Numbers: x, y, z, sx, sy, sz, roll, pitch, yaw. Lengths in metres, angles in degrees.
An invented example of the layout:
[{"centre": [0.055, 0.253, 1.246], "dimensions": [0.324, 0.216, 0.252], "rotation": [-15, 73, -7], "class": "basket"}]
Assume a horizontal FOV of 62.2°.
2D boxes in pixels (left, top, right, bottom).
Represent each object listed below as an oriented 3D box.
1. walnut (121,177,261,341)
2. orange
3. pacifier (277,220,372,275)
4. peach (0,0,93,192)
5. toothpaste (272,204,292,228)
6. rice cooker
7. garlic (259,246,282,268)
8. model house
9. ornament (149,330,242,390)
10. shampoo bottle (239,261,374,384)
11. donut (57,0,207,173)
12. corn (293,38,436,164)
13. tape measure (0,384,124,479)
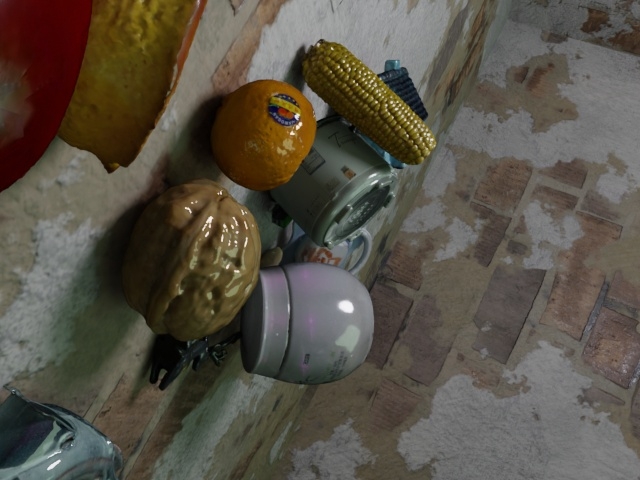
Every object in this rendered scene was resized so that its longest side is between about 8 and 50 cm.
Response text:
[{"centre": [-0.187, 0.033, 0.780], "dimensions": [0.244, 0.198, 0.198], "rotation": [-61, 164, 10], "class": "walnut"}, {"centre": [-0.090, -0.167, 0.838], "dimensions": [0.177, 0.155, 0.177], "rotation": [-52, -153, 40], "class": "orange"}, {"centre": [0.000, 0.000, 1.369], "dimensions": [0.278, 0.228, 0.207], "rotation": [-60, -149, 27], "class": "pacifier"}, {"centre": [-0.277, -0.179, 0.286], "dimensions": [0.281, 0.281, 0.338], "rotation": [-10, 88, -70], "class": "peach"}, {"centre": [-0.052, -0.103, 1.260], "dimensions": [0.178, 0.037, 0.043], "rotation": [-52, 162, -36], "class": "toothpaste"}, {"centre": [0.017, -0.127, 1.115], "dimensions": [0.280, 0.227, 0.241], "rotation": [-48, 162, 16], "class": "rice cooker"}, {"centre": [-0.123, 0.056, 1.267], "dimensions": [0.083, 0.041, 0.053], "rotation": [-61, 177, 12], "class": "garlic"}, {"centre": [0.132, -0.313, 1.300], "dimensions": [0.261, 0.226, 0.240], "rotation": [-43, 138, -59], "class": "model house"}, {"centre": [-0.226, 0.176, 1.057], "dimensions": [0.202, 0.080, 0.236], "rotation": [-65, 161, 10], "class": "ornament"}, {"centre": [-0.042, 0.183, 1.187], "dimensions": [0.273, 0.267, 0.272], "rotation": [-177, -90, -70], "class": "shampoo bottle"}, {"centre": [-0.170, -0.185, 0.495], "dimensions": [0.253, 0.119, 0.253], "rotation": [-37, -135, 49], "class": "donut"}, {"centre": [0.089, -0.260, 1.011], "dimensions": [0.106, 0.305, 0.106], "rotation": [-46, 175, -5], "class": "corn"}, {"centre": [-0.389, 0.344, 0.679], "dimensions": [0.256, 0.147, 0.275], "rotation": [-56, 159, -27], "class": "tape measure"}]
